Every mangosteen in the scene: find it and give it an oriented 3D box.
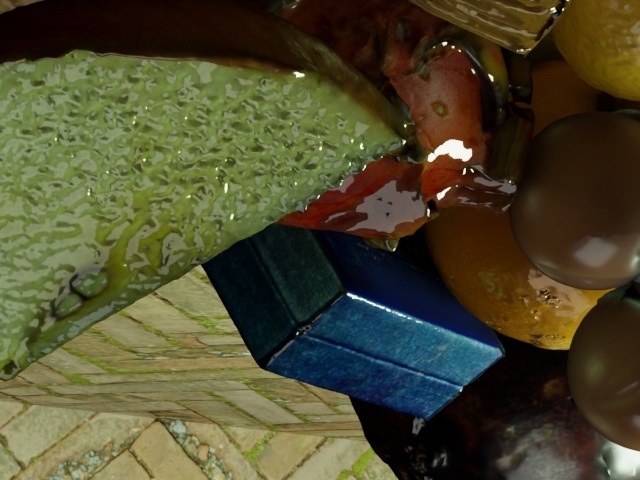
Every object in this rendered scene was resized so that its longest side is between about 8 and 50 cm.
[{"bbox_3d":[0.232,0.120,1.664,0.421,0.380,0.381,-1,165,-23],"label":"mangosteen"}]

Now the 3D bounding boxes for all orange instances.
[{"bbox_3d":[0.206,-0.031,1.387,0.246,0.246,0.246,1,164,0],"label":"orange"}]

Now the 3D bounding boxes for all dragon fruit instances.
[{"bbox_3d":[-0.007,-0.123,1.114,0.315,0.250,0.250,3,164,-15],"label":"dragon fruit"}]

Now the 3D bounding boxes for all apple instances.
[{"bbox_3d":[-0.141,-0.040,0.904,0.346,0.179,0.254,-29,-175,15],"label":"apple"}]

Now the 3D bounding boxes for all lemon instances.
[{"bbox_3d":[0.217,-0.172,1.098,0.142,0.142,0.187,-4,153,15],"label":"lemon"}]

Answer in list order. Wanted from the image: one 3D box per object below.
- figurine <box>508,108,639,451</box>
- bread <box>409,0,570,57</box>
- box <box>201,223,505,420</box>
[{"bbox_3d":[0.351,0.016,1.143,0.388,0.276,0.248,7,-143,44],"label":"figurine"},{"bbox_3d":[0.110,-0.207,0.915,0.104,0.199,0.199,21,161,-3],"label":"bread"},{"bbox_3d":[0.000,0.000,1.431,0.116,0.279,0.261,-41,147,17],"label":"box"}]
